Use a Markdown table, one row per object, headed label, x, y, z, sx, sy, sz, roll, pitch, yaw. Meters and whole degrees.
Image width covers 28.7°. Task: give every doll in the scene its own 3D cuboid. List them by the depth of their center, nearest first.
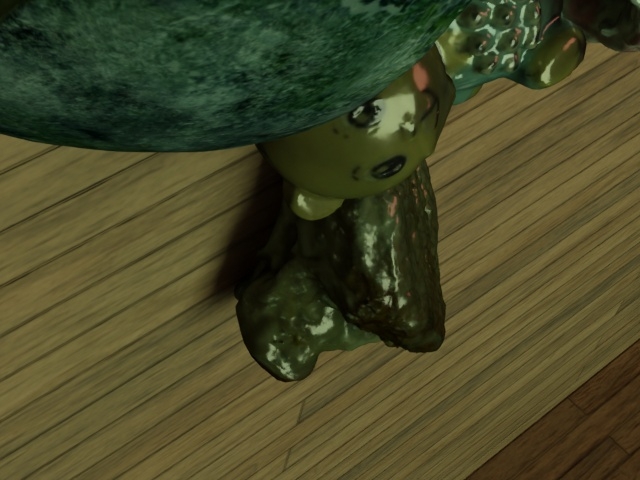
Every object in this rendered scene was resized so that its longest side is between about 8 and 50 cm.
| label | x | y | z | sx | sy | sz | roll | pitch | yaw |
| --- | --- | --- | --- | --- | --- | --- | --- | --- | --- |
| doll | 0.054 | -0.144 | 0.938 | 0.260 | 0.161 | 0.177 | -41 | 137 | -16 |

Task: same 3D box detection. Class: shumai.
| label | x | y | z | sx | sy | sz | roll | pitch | yaw |
| --- | --- | --- | --- | --- | --- | --- | --- | --- | --- |
| shumai | 0.000 | 0.000 | 1.127 | 0.222 | 0.203 | 0.272 | -72 | 154 | -62 |

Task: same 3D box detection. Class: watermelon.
| label | x | y | z | sx | sy | sz | roll | pitch | yaw |
| --- | --- | --- | --- | --- | --- | --- | --- | --- | --- |
| watermelon | -0.092 | -0.171 | 0.603 | 0.228 | 0.387 | 0.258 | 7 | 84 | -35 |

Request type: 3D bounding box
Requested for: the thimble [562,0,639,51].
| label | x | y | z | sx | sy | sz | roll | pitch | yaw |
| --- | --- | --- | --- | --- | --- | --- | --- | --- | --- |
| thimble | 0.248 | -0.274 | 1.046 | 0.149 | 0.185 | 0.211 | -45 | 123 | -7 |
